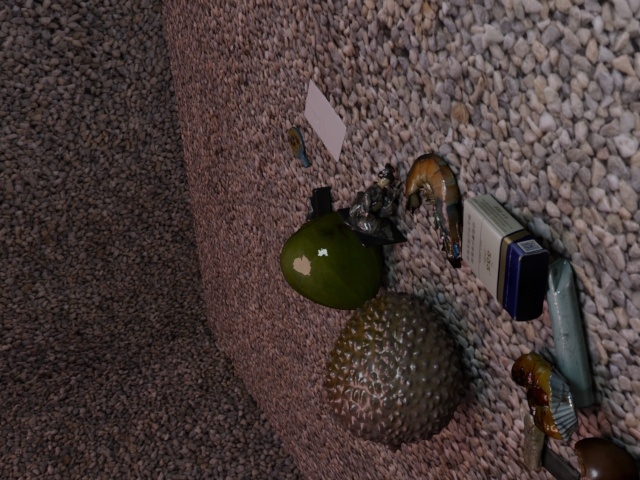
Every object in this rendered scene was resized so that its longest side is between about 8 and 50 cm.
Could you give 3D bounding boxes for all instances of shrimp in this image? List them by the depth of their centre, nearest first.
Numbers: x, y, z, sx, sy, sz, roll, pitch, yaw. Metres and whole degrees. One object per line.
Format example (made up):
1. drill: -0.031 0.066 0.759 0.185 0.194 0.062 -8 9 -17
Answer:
1. shrimp: 0.277 -0.066 1.718 0.222 0.054 0.290 -17 88 66

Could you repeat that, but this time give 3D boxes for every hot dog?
1. hot dog: 0.466 0.324 1.456 0.270 0.081 0.163 -22 -84 -86

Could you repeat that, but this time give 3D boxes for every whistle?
1. whistle: 0.502 0.189 1.415 0.062 0.062 0.312 11 118 64

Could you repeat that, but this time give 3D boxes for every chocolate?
1. chocolate: 0.565 0.460 1.408 0.124 0.127 0.133 75 173 -56

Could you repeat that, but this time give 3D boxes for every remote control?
1. remote control: 0.012 -0.065 2.296 0.025 0.063 0.245 -124 24 -57

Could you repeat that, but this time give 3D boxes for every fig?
1. fig: 0.049 0.074 2.056 0.316 0.316 0.316 47 147 43

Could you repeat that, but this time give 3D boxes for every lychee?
1. lychee: 0.190 0.349 1.858 0.380 0.380 0.432 -178 86 -65

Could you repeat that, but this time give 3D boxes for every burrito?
1. burrito: 0.504 0.474 1.646 0.051 0.042 0.171 32 133 48

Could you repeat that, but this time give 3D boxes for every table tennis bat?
1. table tennis bat: -0.073 -0.311 2.350 0.155 0.019 0.100 65 156 17

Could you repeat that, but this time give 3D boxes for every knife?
1. knife: 0.569 0.547 1.600 0.245 0.019 0.072 43 143 51

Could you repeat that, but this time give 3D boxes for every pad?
1. pad: 0.010 -0.368 2.138 0.232 0.004 0.156 58 154 28

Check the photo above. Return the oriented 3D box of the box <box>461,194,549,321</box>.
1. box: 0.382 0.031 1.470 0.259 0.071 0.168 -119 21 -56

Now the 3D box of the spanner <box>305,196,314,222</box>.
1. spanner: 0.000 0.000 2.378 0.026 0.093 0.326 -2 117 29

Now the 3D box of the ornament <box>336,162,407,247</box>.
1. ornament: 0.163 -0.106 1.862 0.153 0.166 0.196 53 136 33
